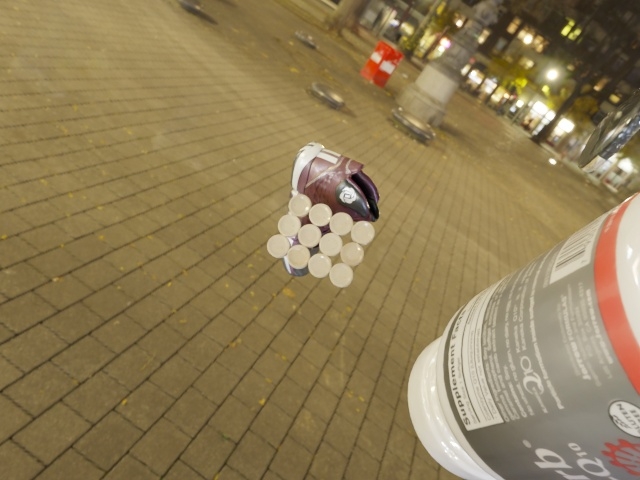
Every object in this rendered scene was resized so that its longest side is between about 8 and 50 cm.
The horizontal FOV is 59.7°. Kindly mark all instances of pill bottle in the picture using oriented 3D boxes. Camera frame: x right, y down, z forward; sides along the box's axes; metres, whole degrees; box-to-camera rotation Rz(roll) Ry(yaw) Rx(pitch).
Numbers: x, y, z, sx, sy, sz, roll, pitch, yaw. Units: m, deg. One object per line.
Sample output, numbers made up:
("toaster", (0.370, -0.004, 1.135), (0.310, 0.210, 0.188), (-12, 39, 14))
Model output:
("pill bottle", (0.235, 0.115, 0.502), (0.211, 0.363, 0.210), (8, 62, -15))

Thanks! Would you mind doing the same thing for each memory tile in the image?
("memory tile", (0.000, 0.000, 0.875), (0.148, 0.113, 0.012), (25, -9, 11))

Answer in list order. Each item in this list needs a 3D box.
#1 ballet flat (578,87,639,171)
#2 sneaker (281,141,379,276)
("ballet flat", (0.371, -0.144, 0.645), (0.049, 0.173, 0.057), (37, 17, -13))
("sneaker", (0.023, -0.031, 1.029), (0.163, 0.281, 0.106), (18, 36, 15))
